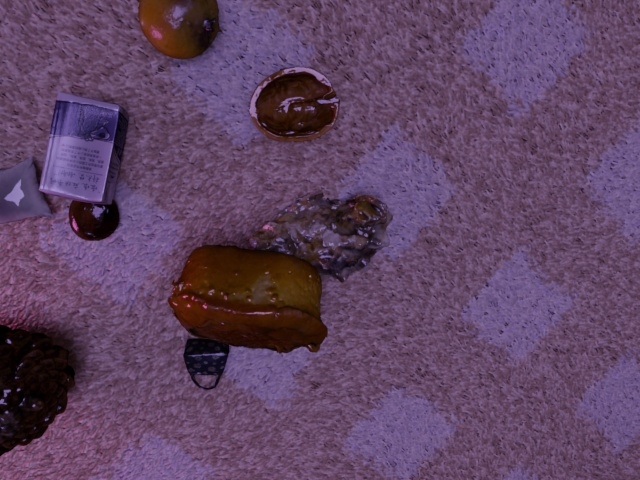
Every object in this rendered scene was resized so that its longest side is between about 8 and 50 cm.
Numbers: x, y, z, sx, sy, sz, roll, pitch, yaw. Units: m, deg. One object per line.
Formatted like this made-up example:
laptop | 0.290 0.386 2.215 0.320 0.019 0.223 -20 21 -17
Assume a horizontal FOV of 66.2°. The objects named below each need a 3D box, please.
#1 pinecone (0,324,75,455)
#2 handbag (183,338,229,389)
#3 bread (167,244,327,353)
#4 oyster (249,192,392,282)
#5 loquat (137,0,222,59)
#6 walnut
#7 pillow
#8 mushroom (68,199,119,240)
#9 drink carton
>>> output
pinecone | -0.753 0.339 1.134 0.296 0.242 0.298 25 67 2
handbag | -0.297 0.333 1.284 0.115 0.072 0.139 0 107 -9
bread | -0.153 0.138 1.129 0.358 0.337 0.204 9 72 1
oyster | 0.000 0.000 1.224 0.352 0.115 0.237 0 102 -7
loquat | -0.312 -0.488 1.059 0.205 0.149 0.172 32 98 1
walnut | -0.063 -0.321 1.158 0.211 0.087 0.167 -6 110 -4
pillow | -0.759 -0.105 1.120 0.254 0.078 0.144 -8 103 -5
mushroom | -0.544 -0.058 1.174 0.123 0.052 0.123 -1 100 -6
drink carton | -0.524 -0.198 1.097 0.134 0.102 0.222 11 88 -12
